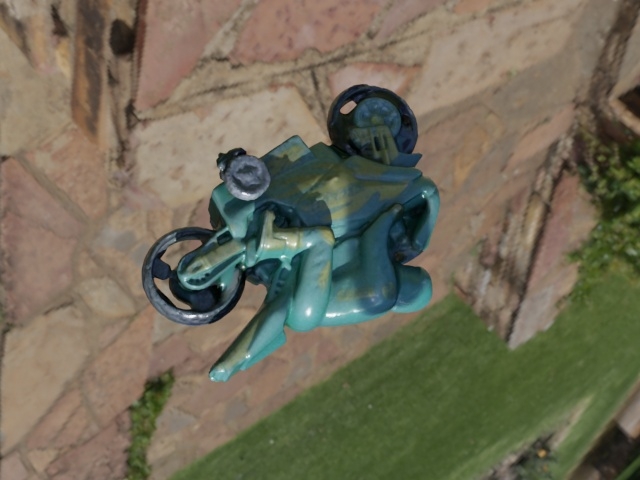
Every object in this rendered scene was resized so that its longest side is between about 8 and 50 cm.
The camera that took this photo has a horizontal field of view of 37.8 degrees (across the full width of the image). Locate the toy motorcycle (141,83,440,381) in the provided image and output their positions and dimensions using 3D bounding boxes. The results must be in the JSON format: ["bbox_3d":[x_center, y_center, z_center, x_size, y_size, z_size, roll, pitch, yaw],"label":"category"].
[{"bbox_3d":[-0.001,0.001,0.801,0.296,0.198,0.109,-35,171,-21],"label":"toy motorcycle"}]
